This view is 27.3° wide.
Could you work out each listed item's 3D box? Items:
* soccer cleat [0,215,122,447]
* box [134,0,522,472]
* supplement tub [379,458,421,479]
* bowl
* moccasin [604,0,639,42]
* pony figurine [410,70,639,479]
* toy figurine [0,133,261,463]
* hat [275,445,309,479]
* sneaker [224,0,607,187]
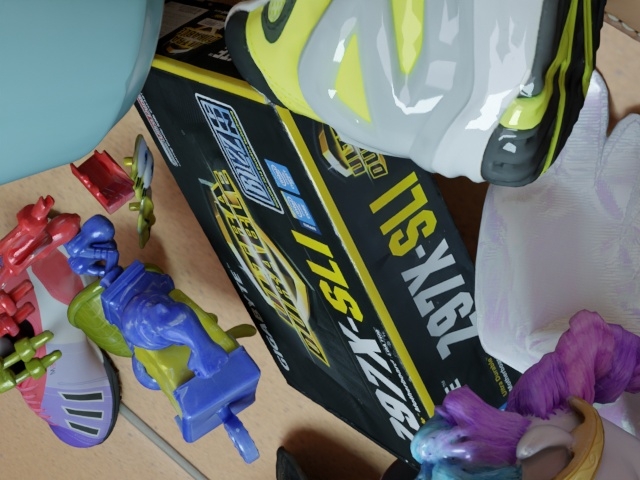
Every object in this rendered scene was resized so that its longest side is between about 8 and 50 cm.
[{"bbox_3d":[-0.271,0.116,1.282,0.109,0.116,0.318,26,141,19],"label":"soccer cleat"},{"bbox_3d":[0.000,0.000,0.881,0.257,0.079,0.322,23,145,55],"label":"box"},{"bbox_3d":[0.116,0.269,1.101,0.106,0.106,0.198,11,135,34],"label":"supplement tub"},{"bbox_3d":[-0.207,-0.162,0.832,0.311,0.163,0.311,-7,82,58],"label":"bowl"},{"bbox_3d":[0.064,-0.191,0.644,0.380,0.139,0.147,31,149,10],"label":"moccasin"},{"bbox_3d":[0.219,0.087,0.671,0.363,0.351,0.303,36,152,-27],"label":"pony figurine"},{"bbox_3d":[-0.136,0.104,1.008,0.217,0.191,0.362,47,162,11],"label":"toy figurine"},{"bbox_3d":[0.002,0.356,1.179,0.331,0.134,0.331,53,163,24],"label":"hat"},{"bbox_3d":[0.046,-0.218,0.490,0.147,0.145,0.384,11,95,19],"label":"sneaker"}]
